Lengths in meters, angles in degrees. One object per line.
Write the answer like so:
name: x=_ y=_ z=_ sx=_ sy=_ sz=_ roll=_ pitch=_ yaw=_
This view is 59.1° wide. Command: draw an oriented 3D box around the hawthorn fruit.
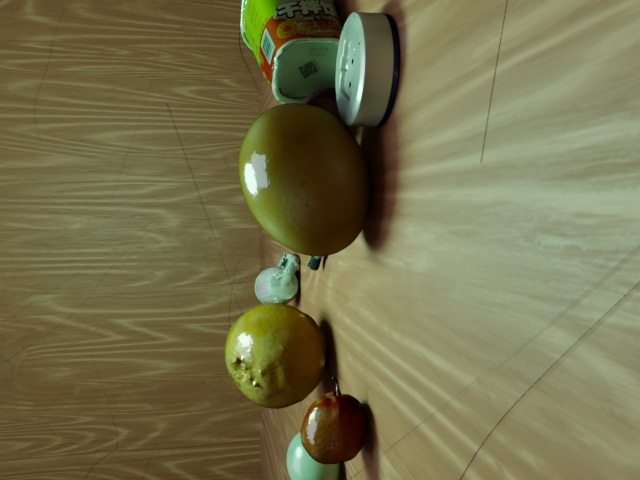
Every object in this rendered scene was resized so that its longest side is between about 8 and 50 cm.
hawthorn fruit: x=0.033 y=0.417 z=1.319 sx=0.157 sy=0.157 sz=0.193 roll=161 pitch=114 yaw=-78

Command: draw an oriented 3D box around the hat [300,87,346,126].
hat: x=0.007 y=-0.282 z=1.413 sx=0.089 sy=0.206 sz=0.205 roll=37 pitch=139 yaw=27

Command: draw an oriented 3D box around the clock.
clock: x=0.091 y=-0.354 z=1.179 sx=0.230 sy=0.083 sz=0.230 roll=-179 pitch=90 yaw=-79

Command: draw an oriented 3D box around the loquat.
loquat: x=-0.131 y=0.344 z=1.715 sx=0.328 sy=0.329 sz=0.328 roll=179 pitch=90 yaw=-78

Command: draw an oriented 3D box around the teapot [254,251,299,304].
teapot: x=-0.143 y=0.164 z=2.246 sx=0.163 sy=0.222 sz=0.178 roll=52 pitch=159 yaw=-8

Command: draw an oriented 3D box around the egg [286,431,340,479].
egg: x=-0.019 y=0.622 z=1.576 sx=0.149 sy=0.150 sz=0.192 roll=101 pitch=164 yaw=-45

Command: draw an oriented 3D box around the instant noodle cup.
instant noodle cup: x=-0.061 y=-0.538 z=1.518 sx=0.293 sy=0.294 sz=0.307 roll=104 pitch=155 yaw=-51

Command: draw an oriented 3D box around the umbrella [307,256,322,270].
umbrella: x=0.002 y=0.001 z=1.695 sx=0.053 sy=0.052 sz=0.250 roll=41 pitch=141 yaw=27

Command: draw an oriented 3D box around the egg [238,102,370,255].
egg: x=-0.032 y=-0.133 z=1.261 sx=0.351 sy=0.283 sz=0.282 roll=63 pitch=168 yaw=-2
